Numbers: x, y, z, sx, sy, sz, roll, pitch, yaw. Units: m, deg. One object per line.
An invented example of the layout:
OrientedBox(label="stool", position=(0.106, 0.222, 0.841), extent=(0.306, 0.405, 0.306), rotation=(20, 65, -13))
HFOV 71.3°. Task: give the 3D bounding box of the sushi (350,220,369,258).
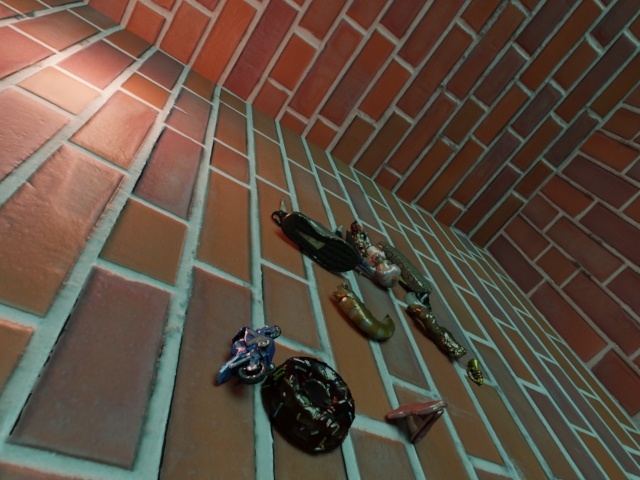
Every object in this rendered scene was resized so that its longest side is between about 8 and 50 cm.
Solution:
OrientedBox(label="sushi", position=(0.174, 0.013, 2.025), extent=(0.103, 0.097, 0.226), rotation=(22, 40, -20))

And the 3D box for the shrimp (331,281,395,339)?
OrientedBox(label="shrimp", position=(0.178, 0.266, 1.546), extent=(0.287, 0.068, 0.185), rotation=(26, 25, -30))

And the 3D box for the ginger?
OrientedBox(label="ginger", position=(0.465, 0.352, 1.789), extent=(0.290, 0.084, 0.122), rotation=(45, 29, 22))

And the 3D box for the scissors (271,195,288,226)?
OrientedBox(label="scissors", position=(-0.156, -0.127, 1.896), extent=(0.109, 0.022, 0.300), rotation=(32, 23, -20))

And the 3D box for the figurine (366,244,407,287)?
OrientedBox(label="figurine", position=(0.270, 0.120, 1.910), extent=(0.229, 0.112, 0.137), rotation=(55, 13, 9))

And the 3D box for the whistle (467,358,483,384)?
OrientedBox(label="whistle", position=(0.605, 0.511, 1.741), extent=(0.057, 0.046, 0.109), rotation=(46, 24, -19))

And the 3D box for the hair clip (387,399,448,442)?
OrientedBox(label="hair clip", position=(0.259, 0.454, 1.191), extent=(0.123, 0.138, 0.102), rotation=(-3, 38, -48))

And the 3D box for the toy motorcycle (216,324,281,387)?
OrientedBox(label="toy motorcycle", position=(-0.159, 0.253, 1.015), extent=(0.114, 0.076, 0.205), rotation=(-3, 23, 10))

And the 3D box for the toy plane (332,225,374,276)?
OrientedBox(label="toy plane", position=(0.127, 0.066, 1.858), extent=(0.088, 0.212, 0.267), rotation=(-43, 100, -26))

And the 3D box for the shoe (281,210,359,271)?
OrientedBox(label="shoe", position=(0.000, 0.000, 1.763), extent=(0.336, 0.132, 0.171), rotation=(34, 11, -6))

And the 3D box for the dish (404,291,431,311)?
OrientedBox(label="dish", position=(0.447, 0.263, 1.956), extent=(0.141, 0.078, 0.141), rotation=(32, 22, -14))

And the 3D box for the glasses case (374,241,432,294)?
OrientedBox(label="glasses case", position=(0.392, 0.131, 2.127), extent=(0.137, 0.085, 0.355), rotation=(13, 29, -53))

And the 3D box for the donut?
OrientedBox(label="donut", position=(-0.016, 0.360, 1.023), extent=(0.235, 0.089, 0.235), rotation=(30, 21, -13))
